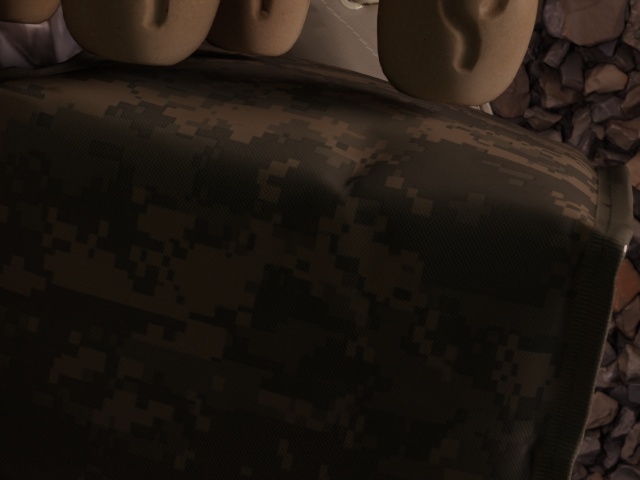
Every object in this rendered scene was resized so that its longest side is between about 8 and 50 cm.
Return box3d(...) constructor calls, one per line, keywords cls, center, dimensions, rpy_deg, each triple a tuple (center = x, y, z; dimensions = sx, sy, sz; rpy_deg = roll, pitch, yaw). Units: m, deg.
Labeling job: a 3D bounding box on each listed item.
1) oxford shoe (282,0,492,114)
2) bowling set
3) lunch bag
box3d(cls="oxford shoe", center=(0.013, -0.102, 0.906), dimensions=(0.449, 0.130, 0.169), rpy_deg=(65, 23, 6))
box3d(cls="bowling set", center=(-0.067, -0.150, 0.588), dimensions=(0.200, 0.287, 0.154), rpy_deg=(-140, -123, -68))
box3d(cls="lunch bag", center=(0.000, 0.010, 0.660), dimensions=(0.287, 0.235, 0.169), rpy_deg=(-48, 151, -72))
